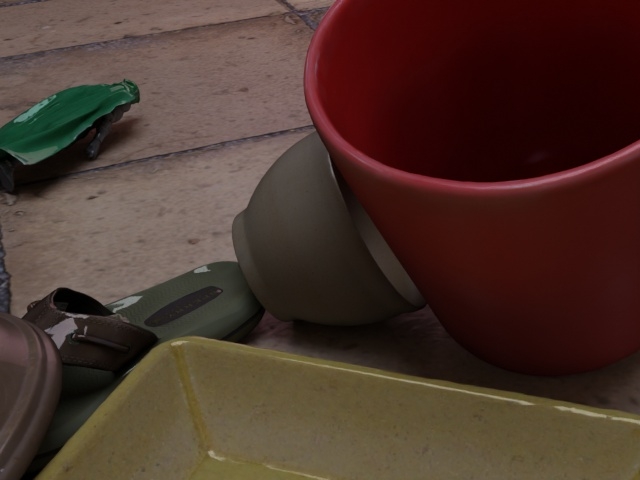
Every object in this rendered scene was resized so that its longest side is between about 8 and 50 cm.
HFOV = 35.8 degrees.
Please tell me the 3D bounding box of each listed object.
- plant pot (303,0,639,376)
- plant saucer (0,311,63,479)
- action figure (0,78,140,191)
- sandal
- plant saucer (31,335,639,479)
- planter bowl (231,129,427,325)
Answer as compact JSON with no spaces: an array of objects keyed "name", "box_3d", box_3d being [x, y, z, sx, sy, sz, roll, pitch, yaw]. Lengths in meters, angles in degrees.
[{"name":"plant pot","box_3d":[0.147,-0.051,0.683,0.275,0.243,0.274,-11,46,11]},{"name":"plant saucer","box_3d":[-0.283,0.130,0.581,0.278,0.041,0.278,-19,30,12]},{"name":"action figure","box_3d":[-0.287,-0.130,1.126,0.137,0.063,0.232,14,37,33]},{"name":"sandal","box_3d":[-0.168,0.069,0.721,0.120,0.086,0.303,20,37,37]},{"name":"plant saucer","box_3d":[-0.007,0.190,0.486,0.333,0.080,0.333,8,31,20]},{"name":"planter bowl","box_3d":[0.000,0.000,0.778,0.109,0.162,0.162,-25,23,18]}]
